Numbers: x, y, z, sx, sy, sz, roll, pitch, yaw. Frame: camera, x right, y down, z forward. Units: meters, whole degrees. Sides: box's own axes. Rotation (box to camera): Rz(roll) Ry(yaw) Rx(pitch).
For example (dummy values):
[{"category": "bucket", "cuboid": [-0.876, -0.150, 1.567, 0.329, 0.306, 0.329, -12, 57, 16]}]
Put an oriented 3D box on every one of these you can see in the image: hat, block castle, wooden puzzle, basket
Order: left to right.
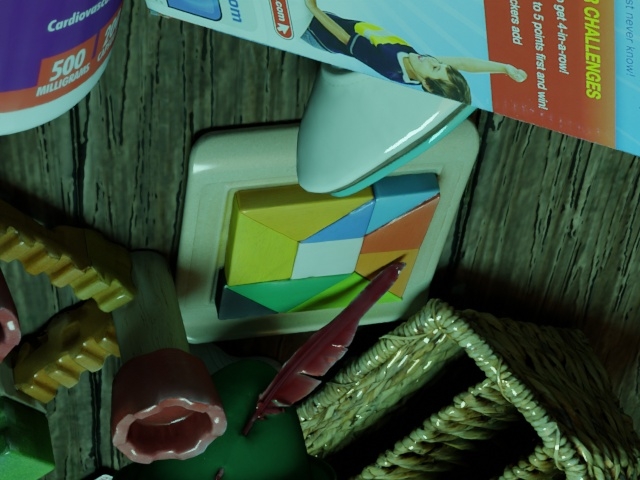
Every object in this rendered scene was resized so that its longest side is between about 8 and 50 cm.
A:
[{"category": "block castle", "cuboid": [-0.327, 0.156, 1.248, 0.453, 0.213, 0.303, -33, 141, 22]}, {"category": "hat", "cuboid": [-0.067, 0.106, 1.335, 0.208, 0.173, 0.183, -10, 106, -39]}, {"category": "wooden puzzle", "cuboid": [0.000, 0.000, 1.307, 0.221, 0.044, 0.238, -6, 143, -13]}, {"category": "basket", "cuboid": [0.108, 0.221, 1.478, 0.223, 0.213, 0.299, 13, 137, -47]}]

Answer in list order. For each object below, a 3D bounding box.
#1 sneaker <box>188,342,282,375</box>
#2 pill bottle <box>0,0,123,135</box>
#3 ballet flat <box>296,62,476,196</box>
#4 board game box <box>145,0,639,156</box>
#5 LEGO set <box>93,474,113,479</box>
[{"category": "sneaker", "cuboid": [-0.089, 0.124, 1.426, 0.152, 0.061, 0.053, 14, 136, -33]}, {"category": "pill bottle", "cuboid": [-0.169, -0.214, 0.839, 0.181, 0.181, 0.323, -1, 142, -20]}, {"category": "ballet flat", "cuboid": [0.108, -0.183, 1.053, 0.400, 0.139, 0.139, -35, 140, 23]}, {"category": "board game box", "cuboid": [0.042, -0.193, 0.658, 0.302, 0.086, 0.308, 19, 145, 25]}, {"category": "LEGO set", "cuboid": [-0.191, 0.290, 1.613, 0.244, 0.060, 0.182, -33, 145, 21]}]
